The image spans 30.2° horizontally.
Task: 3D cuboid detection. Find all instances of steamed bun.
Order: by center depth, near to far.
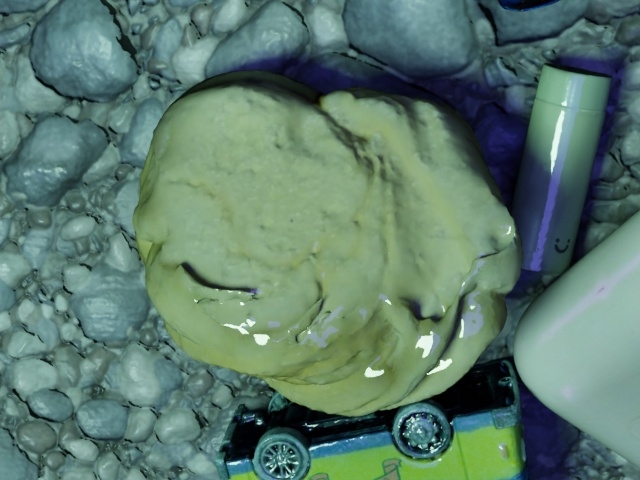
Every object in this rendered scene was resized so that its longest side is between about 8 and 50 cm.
[{"bbox_3d":[0.003,0.004,1.132,0.372,0.230,0.325,3,66,7],"label":"steamed bun"}]

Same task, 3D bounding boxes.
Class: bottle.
[{"bbox_3d":[0.233,-0.070,1.174,0.072,0.072,0.202,10,105,2],"label":"bottle"}]

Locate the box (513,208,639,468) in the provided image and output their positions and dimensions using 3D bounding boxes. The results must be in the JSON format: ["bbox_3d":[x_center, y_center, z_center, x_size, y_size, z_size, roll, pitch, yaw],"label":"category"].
[{"bbox_3d":[0.371,0.091,1.112,0.288,0.141,0.349,34,133,-9],"label":"box"}]

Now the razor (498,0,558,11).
[{"bbox_3d":[0.325,-0.283,1.127,0.324,0.093,0.056,-22,137,13],"label":"razor"}]

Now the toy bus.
[{"bbox_3d":[0.064,0.242,1.226,0.312,0.152,0.190,-12,102,8],"label":"toy bus"}]
